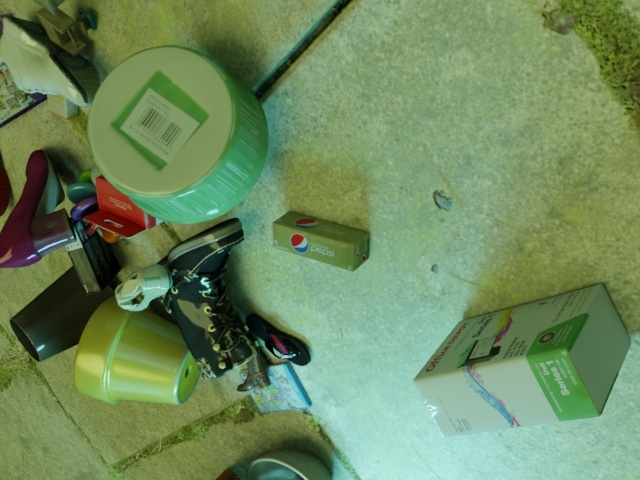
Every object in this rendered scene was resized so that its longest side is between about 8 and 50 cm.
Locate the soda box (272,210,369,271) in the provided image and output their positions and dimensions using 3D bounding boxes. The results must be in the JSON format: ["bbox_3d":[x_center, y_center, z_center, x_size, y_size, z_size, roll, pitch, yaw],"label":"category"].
[{"bbox_3d":[0.000,0.000,1.324,0.181,0.061,0.058,15,122,28],"label":"soda box"}]

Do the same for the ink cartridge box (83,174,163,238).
[{"bbox_3d":[-0.349,-0.099,1.405,0.134,0.231,0.078,20,125,25],"label":"ink cartridge box"}]

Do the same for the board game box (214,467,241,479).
[{"bbox_3d":[-0.237,0.814,1.670,0.356,0.356,0.356,44,169,8],"label":"board game box"}]

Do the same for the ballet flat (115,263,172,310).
[{"bbox_3d":[-0.400,0.107,1.512,0.086,0.086,0.248,55,143,-3],"label":"ballet flat"}]

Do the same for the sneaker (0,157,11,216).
[{"bbox_3d":[-0.905,-0.174,1.881,0.128,0.087,0.221,19,113,37],"label":"sneaker"}]

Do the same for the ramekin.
[{"bbox_3d":[-0.255,-0.190,1.233,0.303,0.148,0.304,-1,82,10],"label":"ramekin"}]

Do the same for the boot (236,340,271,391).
[{"bbox_3d":[-0.168,0.286,1.613,0.106,0.037,0.114,-20,90,33],"label":"boot"}]

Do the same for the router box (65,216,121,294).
[{"bbox_3d":[-0.554,0.023,1.689,0.046,0.133,0.179,-14,108,10],"label":"router box"}]

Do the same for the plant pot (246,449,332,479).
[{"bbox_3d":[-0.051,0.577,1.659,0.237,0.109,0.238,17,124,27],"label":"plant pot"}]

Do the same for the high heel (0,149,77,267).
[{"bbox_3d":[-0.679,-0.084,1.595,0.377,0.181,0.127,-128,21,-49],"label":"high heel"}]

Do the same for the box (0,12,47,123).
[{"bbox_3d":[-0.775,-0.386,1.667,0.293,0.057,0.201,-13,108,40],"label":"box"}]

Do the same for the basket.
[{"bbox_3d":[-0.642,0.189,1.765,0.204,0.227,0.154,53,147,-1],"label":"basket"}]

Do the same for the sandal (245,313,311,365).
[{"bbox_3d":[-0.100,0.226,1.540,0.179,0.040,0.067,31,129,18],"label":"sandal"}]

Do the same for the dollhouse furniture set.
[{"bbox_3d":[-0.517,-0.496,1.399,0.129,0.129,0.184,37,161,14],"label":"dollhouse furniture set"}]

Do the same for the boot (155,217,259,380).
[{"bbox_3d":[-0.221,0.132,1.488,0.377,0.138,0.284,-32,87,46],"label":"boot"}]

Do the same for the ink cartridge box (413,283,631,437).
[{"bbox_3d":[0.315,0.193,1.110,0.278,0.201,0.117,-23,99,42],"label":"ink cartridge box"}]

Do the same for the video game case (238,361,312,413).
[{"bbox_3d":[-0.107,0.344,1.630,0.166,0.015,0.119,-19,103,41],"label":"video game case"}]

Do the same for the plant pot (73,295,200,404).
[{"bbox_3d":[-0.418,0.283,1.682,0.238,0.254,0.254,15,125,10],"label":"plant pot"}]

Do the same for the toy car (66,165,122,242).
[{"bbox_3d":[-0.501,-0.075,1.593,0.182,0.136,0.159,52,133,-1],"label":"toy car"}]

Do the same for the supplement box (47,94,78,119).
[{"bbox_3d":[-0.579,-0.329,1.572,0.062,0.036,0.099,26,127,21],"label":"supplement box"}]

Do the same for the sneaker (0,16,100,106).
[{"bbox_3d":[-0.579,-0.358,1.490,0.297,0.111,0.129,39,111,24],"label":"sneaker"}]
